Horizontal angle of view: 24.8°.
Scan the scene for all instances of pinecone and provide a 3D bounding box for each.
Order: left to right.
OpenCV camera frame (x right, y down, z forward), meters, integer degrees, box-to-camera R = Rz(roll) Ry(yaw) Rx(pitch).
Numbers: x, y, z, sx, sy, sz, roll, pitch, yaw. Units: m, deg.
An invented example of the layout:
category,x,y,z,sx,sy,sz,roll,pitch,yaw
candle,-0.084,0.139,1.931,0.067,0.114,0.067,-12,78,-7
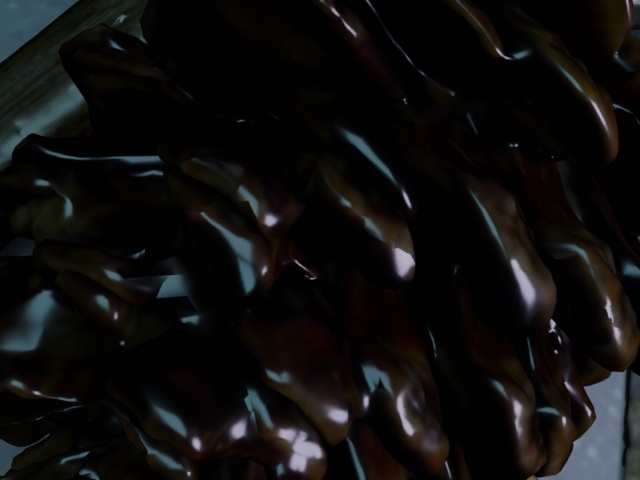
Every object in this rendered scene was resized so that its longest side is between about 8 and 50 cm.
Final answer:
category,x,y,z,sx,sy,sz,roll,pitch,yaw
pinecone,0.000,0.000,0.474,0.272,0.224,0.224,-37,84,-21

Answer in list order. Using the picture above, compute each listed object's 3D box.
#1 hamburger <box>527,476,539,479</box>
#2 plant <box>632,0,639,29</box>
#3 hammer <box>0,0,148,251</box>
category,x,y,z,sx,sy,sz,roll,pitch,yaw
hamburger,0.037,0.136,0.569,0.126,0.081,0.141,-35,71,-19
plant,0.205,-0.111,0.570,0.274,0.146,0.149,8,56,-38
hammer,-0.137,-0.033,0.580,0.409,0.095,0.242,-43,86,-18
